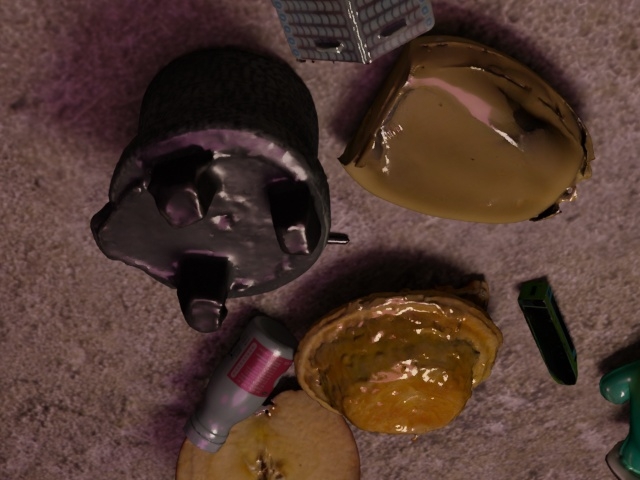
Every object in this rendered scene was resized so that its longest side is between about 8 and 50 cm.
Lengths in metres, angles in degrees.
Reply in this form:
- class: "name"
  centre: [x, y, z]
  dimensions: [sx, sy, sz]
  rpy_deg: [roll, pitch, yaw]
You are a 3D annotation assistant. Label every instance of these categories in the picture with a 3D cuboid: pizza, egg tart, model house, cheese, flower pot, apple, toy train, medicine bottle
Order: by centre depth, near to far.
- class: "model house"
  centre: [0.019, -0.339, 1.349]
  dimensions: [0.198, 0.215, 0.224]
  rpy_deg: [-10, 131, 10]
- class: "flower pot"
  centre: [-0.136, -0.059, 1.554]
  dimensions: [0.299, 0.283, 0.299]
  rpy_deg: [-1, 133, -1]
- class: "cheese"
  centre: [0.206, -0.128, 1.610]
  dimensions: [0.316, 0.128, 0.259]
  rpy_deg: [20, 137, -11]
- class: "egg tart"
  centre: [0.118, 0.198, 1.838]
  dimensions: [0.319, 0.128, 0.319]
  rpy_deg: [-3, 137, -3]
- class: "pizza"
  centre: [0.154, 0.115, 1.883]
  dimensions: [0.176, 0.036, 0.184]
  rpy_deg: [11, 133, -9]
- class: "medicine bottle"
  centre: [-0.124, 0.222, 1.897]
  dimensions: [0.090, 0.090, 0.216]
  rpy_deg: [29, 107, -24]
- class: "toy train"
  centre: [0.355, 0.143, 1.906]
  dimensions: [0.044, 0.042, 0.209]
  rpy_deg: [0, 138, 31]
- class: "apple"
  centre: [-0.078, 0.378, 2.012]
  dimensions: [0.293, 0.251, 0.163]
  rpy_deg: [-4, 166, 3]

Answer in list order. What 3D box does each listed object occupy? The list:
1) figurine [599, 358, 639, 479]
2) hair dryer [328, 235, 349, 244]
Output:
- class: "figurine"
  centre: [0.595, 0.254, 1.905]
  dimensions: [0.323, 0.231, 0.340]
  rpy_deg: [27, 123, 9]
- class: "hair dryer"
  centre: [0.000, 0.000, 1.786]
  dimensions: [0.083, 0.026, 0.047]
  rpy_deg: [-1, 135, -10]
